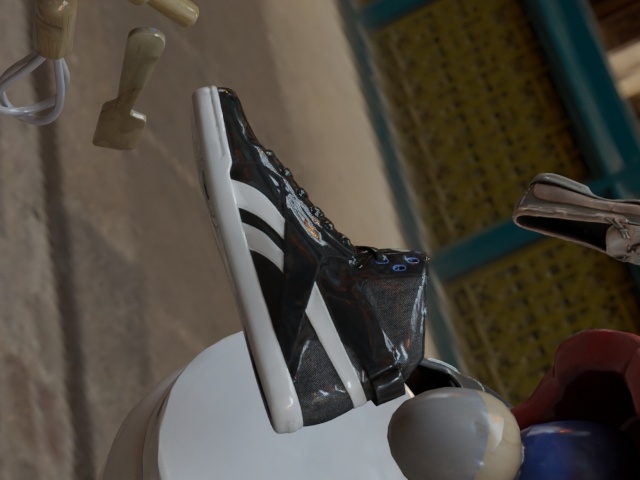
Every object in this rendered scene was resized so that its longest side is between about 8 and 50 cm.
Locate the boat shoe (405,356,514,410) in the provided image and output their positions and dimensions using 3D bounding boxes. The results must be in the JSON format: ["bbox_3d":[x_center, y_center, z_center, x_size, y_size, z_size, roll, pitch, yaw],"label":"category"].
[{"bbox_3d":[0.108,0.153,1.505,0.233,0.084,0.079,33,-3,-27],"label":"boat shoe"}]

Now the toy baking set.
[{"bbox_3d":[-0.180,-0.139,1.065,0.256,0.197,0.030,27,52,-38],"label":"toy baking set"}]

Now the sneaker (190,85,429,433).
[{"bbox_3d":[0.000,0.000,1.030,0.079,0.121,0.217,112,-37,-77],"label":"sneaker"}]

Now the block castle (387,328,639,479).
[{"bbox_3d":[0.099,0.235,0.324,0.213,0.303,0.453,20,76,-20],"label":"block castle"}]

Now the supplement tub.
[{"bbox_3d":[-0.058,0.216,1.202,0.316,0.228,0.228,122,-45,-55],"label":"supplement tub"}]

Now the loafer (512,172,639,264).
[{"bbox_3d":[0.182,-0.005,1.083,0.039,0.125,0.045,-47,143,-32],"label":"loafer"}]
